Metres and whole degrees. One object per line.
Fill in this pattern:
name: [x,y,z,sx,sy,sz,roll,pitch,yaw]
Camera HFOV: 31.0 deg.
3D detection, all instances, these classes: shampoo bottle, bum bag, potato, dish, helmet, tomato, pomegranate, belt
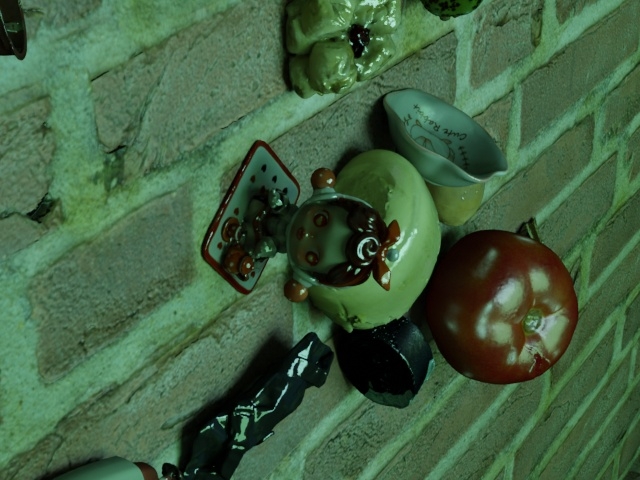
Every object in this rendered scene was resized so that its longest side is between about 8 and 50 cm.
shampoo bottle: [-0.261,0.336,1.413,0.284,0.071,0.153,-16,120,-54]
bum bag: [-0.085,0.240,1.658,0.310,0.074,0.137,-42,150,-34]
potato: [0.226,-0.113,1.968,0.118,0.109,0.178,-25,129,-28]
dish: [0.183,-0.144,1.825,0.229,0.229,0.081,-19,148,-55]
helmet: [-0.311,-0.217,1.058,0.089,0.057,0.111,-93,175,-68]
tomato: [0.324,0.112,2.123,0.299,0.226,0.298,-9,109,-28]
pomegranate: [0.199,-0.392,1.781,0.122,0.122,0.161,-60,171,-22]
belt: [0.109,0.195,1.886,0.078,0.151,0.198,-52,155,-33]

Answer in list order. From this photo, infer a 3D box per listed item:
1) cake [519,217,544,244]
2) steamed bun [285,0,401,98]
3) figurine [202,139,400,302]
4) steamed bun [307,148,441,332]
cake: [0.441,0.088,2.508,0.246,0.135,0.112,66,28,-10]
steamed bun: [0.039,-0.292,1.559,0.177,0.106,0.192,-38,134,-48]
figurine: [0.000,0.000,1.525,0.183,0.226,0.160,-64,151,-15]
steamed bun: [0.099,0.006,1.756,0.273,0.166,0.232,-62,147,-19]
